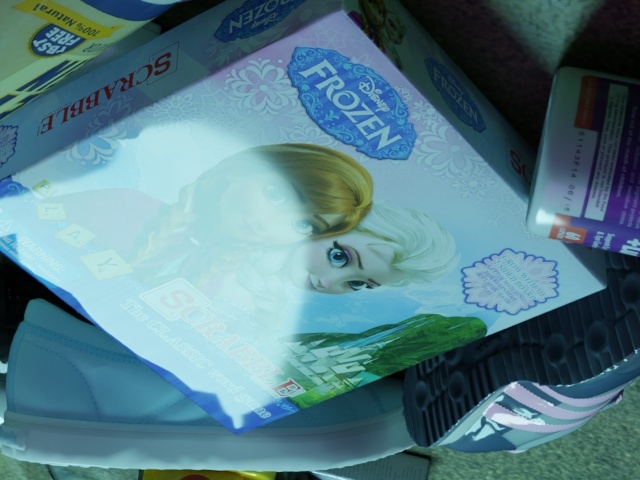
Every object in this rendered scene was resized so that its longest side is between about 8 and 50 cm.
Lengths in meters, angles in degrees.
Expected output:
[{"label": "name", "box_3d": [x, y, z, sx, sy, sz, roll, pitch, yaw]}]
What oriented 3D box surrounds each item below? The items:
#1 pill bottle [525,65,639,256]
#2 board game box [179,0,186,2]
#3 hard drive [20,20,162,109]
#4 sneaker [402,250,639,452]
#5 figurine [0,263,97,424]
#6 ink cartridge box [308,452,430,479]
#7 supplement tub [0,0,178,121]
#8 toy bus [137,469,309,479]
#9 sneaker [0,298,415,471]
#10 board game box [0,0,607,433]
[{"label": "pill bottle", "box_3d": [0.230, -0.038, 1.206, 0.193, 0.108, 0.108, 11, 150, 4]}, {"label": "board game box", "box_3d": [-0.106, -0.178, 1.195, 0.090, 0.020, 0.090, -7, 145, 33]}, {"label": "hard drive", "box_3d": [-0.308, -0.147, 1.306, 0.353, 0.047, 0.233, 22, 150, -16]}, {"label": "sneaker", "box_3d": [0.192, 0.080, 1.454, 0.131, 0.112, 0.319, 9, 158, -28]}, {"label": "figurine", "box_3d": [-0.206, 0.121, 1.690, 0.209, 0.092, 0.215, 17, 151, -14]}, {"label": "ink cartridge box", "box_3d": [-0.029, 0.237, 1.847, 0.224, 0.045, 0.223, 15, 150, -3]}, {"label": "supplement tub", "box_3d": [-0.230, -0.150, 0.992, 0.316, 0.228, 0.228, -31, 132, 21]}, {"label": "toy bus", "box_3d": [-0.091, 0.300, 1.727, 0.149, 0.211, 0.220, 5, 147, 22]}, {"label": "sneaker", "box_3d": [-0.070, 0.102, 1.560, 0.366, 0.150, 0.135, 2, -177, -28]}, {"label": "board game box", "box_3d": [-0.024, -0.017, 1.309, 0.318, 0.066, 0.318, -25, 134, 27]}]
